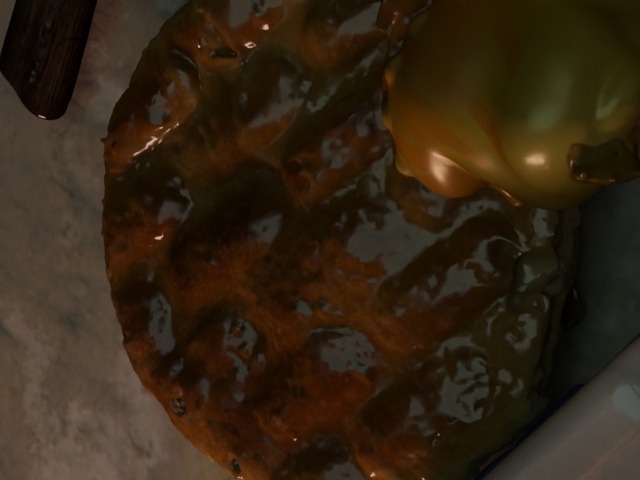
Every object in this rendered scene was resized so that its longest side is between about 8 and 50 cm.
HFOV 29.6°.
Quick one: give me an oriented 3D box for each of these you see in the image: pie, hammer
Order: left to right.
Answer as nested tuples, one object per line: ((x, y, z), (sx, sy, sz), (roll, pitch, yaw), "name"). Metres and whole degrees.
((-0.136, -0.272, 0.778), (0.242, 0.095, 0.409), (41, 123, 33), "hammer")
((0.000, 0.000, 0.722), (0.339, 0.083, 0.340), (4, 98, 30), "pie")

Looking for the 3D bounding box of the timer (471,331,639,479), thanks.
((0.118, 0.133, 0.599), (0.078, 0.178, 0.253), (47, 119, 14), "timer")

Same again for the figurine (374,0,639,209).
((0.146, -0.070, 0.553), (0.246, 0.156, 0.131), (4, 115, -2), "figurine")
